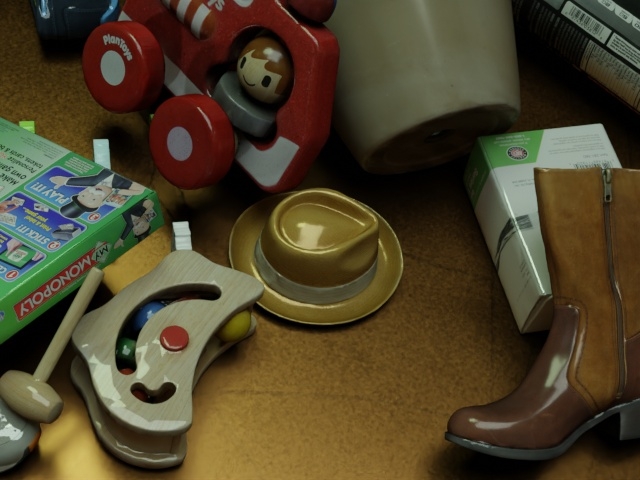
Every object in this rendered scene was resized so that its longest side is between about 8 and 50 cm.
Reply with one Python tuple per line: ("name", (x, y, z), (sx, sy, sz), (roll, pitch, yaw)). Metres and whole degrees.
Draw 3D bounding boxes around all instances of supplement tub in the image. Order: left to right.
("supplement tub", (0.409, -0.277, 1.498), (0.338, 0.207, 0.207), (40, 58, 16))

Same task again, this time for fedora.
("fedora", (0.000, 0.000, 1.302), (0.194, 0.079, 0.194), (6, 55, -8))

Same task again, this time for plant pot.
("plant pot", (0.095, -0.239, 1.373), (0.323, 0.323, 0.280), (-13, 75, -19))

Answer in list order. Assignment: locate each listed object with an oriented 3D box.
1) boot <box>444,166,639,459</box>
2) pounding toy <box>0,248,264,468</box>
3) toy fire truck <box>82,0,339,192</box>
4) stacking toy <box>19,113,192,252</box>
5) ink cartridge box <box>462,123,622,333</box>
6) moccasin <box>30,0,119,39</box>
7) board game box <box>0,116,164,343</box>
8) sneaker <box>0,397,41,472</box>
("boot", (0.238, 0.067, 1.198), (0.264, 0.096, 0.280), (-5, 97, -15))
("pounding toy", (-0.156, 0.106, 1.147), (0.154, 0.155, 0.269), (39, 54, 17))
("toy fire truck", (-0.098, -0.211, 1.293), (0.302, 0.254, 0.169), (46, 36, 21))
("stacking toy", (-0.237, -0.054, 1.309), (0.167, 0.052, 0.221), (-4, 56, -14))
("ink cartridge box", (0.272, -0.015, 1.358), (0.160, 0.092, 0.219), (-6, 58, -14))
("moccasin", (-0.358, -0.388, 1.466), (0.117, 0.137, 0.342), (-22, 62, -19))
("board game box", (-0.339, -0.028, 1.197), (0.317, 0.046, 0.213), (25, 52, 36))
("sneaker", (-0.381, 0.127, 1.111), (0.262, 0.121, 0.099), (23, 54, 4))
